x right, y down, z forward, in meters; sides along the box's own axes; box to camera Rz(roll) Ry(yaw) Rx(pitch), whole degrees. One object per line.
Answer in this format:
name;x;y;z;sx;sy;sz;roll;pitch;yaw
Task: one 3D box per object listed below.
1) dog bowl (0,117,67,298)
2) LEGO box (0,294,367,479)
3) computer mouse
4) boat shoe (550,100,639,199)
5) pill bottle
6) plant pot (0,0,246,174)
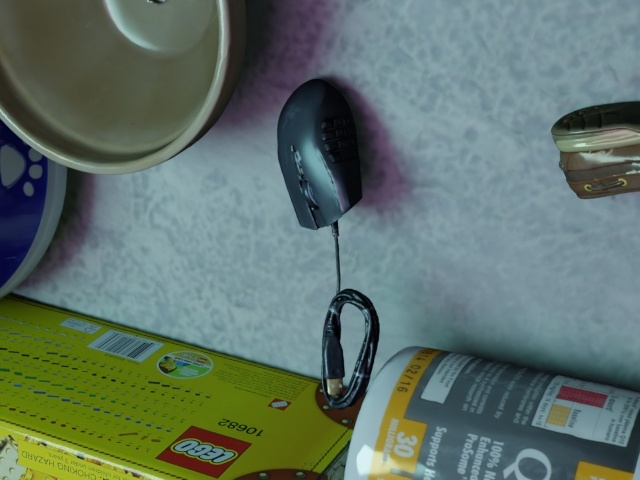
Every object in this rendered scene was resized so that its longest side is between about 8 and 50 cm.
dog bowl;-0.346;-0.064;1.041;0.265;0.104;0.265;3;96;25
LEGO box;-0.213;0.274;1.091;0.500;0.193;0.372;12;114;23
computer mouse;0.000;0.000;0.907;0.071;0.041;0.242;-18;74;42
boat shoe;0.238;-0.056;0.811;0.178;0.064;0.060;-1;114;34
pill bottle;0.169;0.175;0.876;0.278;0.162;0.162;10;114;24
plant pot;-0.145;-0.175;0.927;0.237;0.110;0.237;10;114;24
